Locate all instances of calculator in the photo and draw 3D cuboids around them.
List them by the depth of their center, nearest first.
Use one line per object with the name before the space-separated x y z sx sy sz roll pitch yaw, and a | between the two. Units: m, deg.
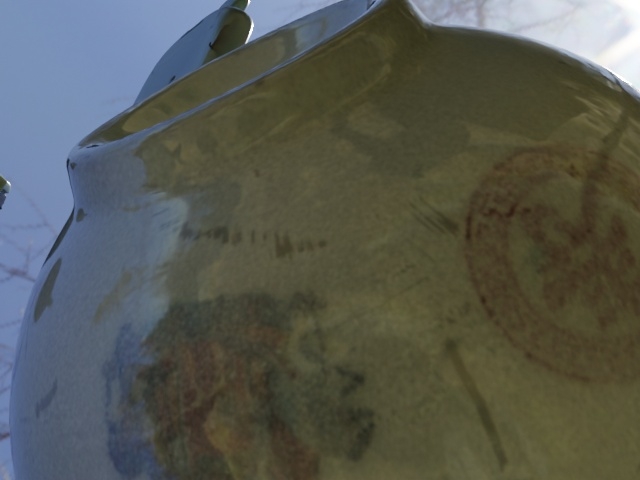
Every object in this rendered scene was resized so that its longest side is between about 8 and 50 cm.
calculator | -0.155 -0.170 1.239 0.041 0.186 0.298 38 -127 -23

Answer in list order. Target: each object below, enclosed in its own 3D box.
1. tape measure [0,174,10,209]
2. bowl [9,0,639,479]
tape measure | -0.567 -0.130 1.531 0.243 0.246 0.125 31 -104 7
bowl | 0.000 0.000 0.559 0.435 0.435 0.196 -42 -69 -43
